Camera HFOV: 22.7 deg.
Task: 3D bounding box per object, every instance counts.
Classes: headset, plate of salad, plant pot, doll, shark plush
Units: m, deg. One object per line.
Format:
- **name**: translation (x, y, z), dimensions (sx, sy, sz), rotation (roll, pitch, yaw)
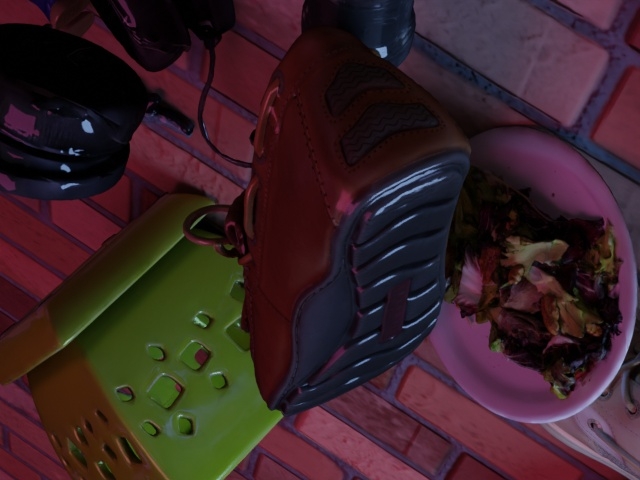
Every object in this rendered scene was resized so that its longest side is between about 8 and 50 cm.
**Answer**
- **headset**: translation (-0.134, -0.119, 1.057), dimensions (0.394, 0.243, 0.185), rotation (25, -162, -48)
- **plate of salad**: translation (0.125, 0.024, 1.057), dimensions (0.199, 0.048, 0.200), rotation (8, 101, 48)
- **plant pot**: translation (-0.145, 0.099, 1.412), dimensions (0.207, 0.228, 0.227), rotation (49, 151, -6)
- **doll**: translation (-0.255, -0.229, 1.220), dimensions (0.189, 0.046, 0.129), rotation (40, 163, 9)
- **shark plush**: translation (-0.177, -0.127, 1.313), dimensions (0.161, 0.073, 0.067), rotation (9, 166, 9)

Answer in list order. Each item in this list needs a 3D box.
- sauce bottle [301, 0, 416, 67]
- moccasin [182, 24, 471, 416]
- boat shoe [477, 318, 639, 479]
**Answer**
- **sauce bottle**: translation (0.031, -0.213, 0.841), dimensions (0.111, 0.111, 0.344), rotation (31, 153, 12)
- **moccasin**: translation (-0.003, 0.001, 1.038), dimensions (0.147, 0.139, 0.380), rotation (57, 166, 22)
- **boat shoe**: translation (0.230, 0.114, 1.071), dimensions (0.302, 0.109, 0.098), rotation (47, 156, 19)
